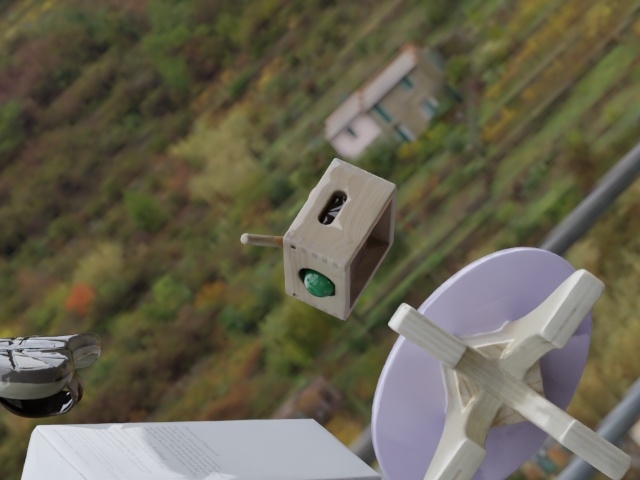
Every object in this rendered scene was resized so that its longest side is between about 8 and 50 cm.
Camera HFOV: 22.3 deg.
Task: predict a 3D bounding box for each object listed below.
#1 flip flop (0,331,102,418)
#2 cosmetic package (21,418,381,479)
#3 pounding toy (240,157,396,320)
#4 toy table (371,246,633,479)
[{"bbox_3d":[-0.268,0.133,1.539,0.112,0.080,0.277,-3,4,-4],"label":"flip flop"},{"bbox_3d":[-0.140,0.323,1.786,0.385,0.156,0.217,5,-71,-41],"label":"cosmetic package"},{"bbox_3d":[0.000,0.000,1.626,0.141,0.100,0.130,-57,-17,-28],"label":"pounding toy"},{"bbox_3d":[0.164,0.136,1.516,0.161,0.252,0.274,-141,74,-84],"label":"toy table"}]
